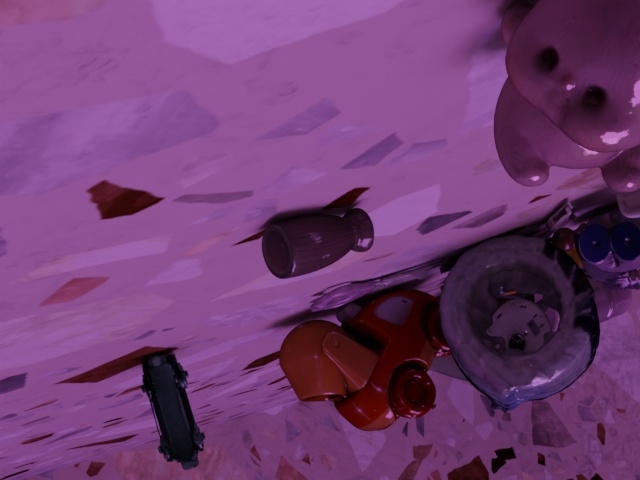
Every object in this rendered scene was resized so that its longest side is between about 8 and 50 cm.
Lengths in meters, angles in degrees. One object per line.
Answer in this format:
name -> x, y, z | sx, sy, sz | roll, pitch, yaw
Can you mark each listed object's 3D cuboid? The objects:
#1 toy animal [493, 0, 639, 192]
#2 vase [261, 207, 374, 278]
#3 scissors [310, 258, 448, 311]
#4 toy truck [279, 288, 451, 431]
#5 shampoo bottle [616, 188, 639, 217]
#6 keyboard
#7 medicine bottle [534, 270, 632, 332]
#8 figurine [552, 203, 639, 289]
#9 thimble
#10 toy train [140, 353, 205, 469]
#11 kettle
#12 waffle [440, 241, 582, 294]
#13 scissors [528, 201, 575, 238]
toy animal -> 0.152, -0.104, 0.486 | 0.124, 0.124, 0.212 | -19, 161, 0
vase -> 0.000, 0.000, 0.829 | 0.100, 0.053, 0.053 | -15, 167, -34
scissors -> 0.088, 0.064, 1.292 | 0.212, 0.021, 0.110 | -16, 169, -9
toy truck -> 0.073, 0.171, 1.426 | 0.265, 0.239, 0.189 | -58, -172, -28
shampoo bottle -> 0.526, -0.071, 1.226 | 0.153, 0.071, 0.284 | -19, 168, 35
keyboard -> 0.268, 0.015, 1.354 | 0.176, 0.014, 0.055 | -16, 166, -11
medicine bottle -> 0.601, 0.143, 2.099 | 0.249, 0.133, 0.133 | -10, 165, -28
figurine -> 0.448, 0.010, 1.293 | 0.193, 0.133, 0.274 | -8, 178, 2
thimble -> 0.282, 0.121, 1.276 | 0.237, 0.237, 0.150 | -21, 153, 10
toy train -> -0.215, 0.247, 1.302 | 0.070, 0.172, 0.099 | -16, 179, -12
kettle -> 0.316, 0.173, 1.710 | 0.240, 0.165, 0.255 | -46, -163, -22
waffle -> 0.303, 0.063, 1.512 | 0.219, 0.057, 0.229 | -9, 165, -36
scissors -> 0.332, -0.027, 1.251 | 0.085, 0.022, 0.176 | -27, 169, -2
